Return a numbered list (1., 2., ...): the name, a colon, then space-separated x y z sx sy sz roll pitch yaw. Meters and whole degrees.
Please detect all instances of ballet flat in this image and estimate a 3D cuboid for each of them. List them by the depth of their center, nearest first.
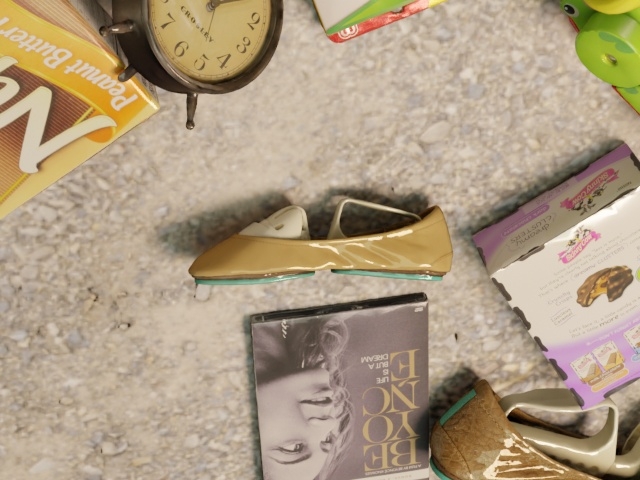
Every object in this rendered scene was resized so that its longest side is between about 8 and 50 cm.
1. ballet flat: 0.000 0.000 1.381 0.232 0.080 0.073 -1 94 -14
2. ballet flat: 0.271 0.212 1.544 0.342 0.116 0.124 20 108 -17

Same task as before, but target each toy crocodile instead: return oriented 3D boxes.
1. toy crocodile: 0.285 -0.143 1.323 0.340 0.105 0.115 46 65 -29

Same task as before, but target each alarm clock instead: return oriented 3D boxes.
1. alarm clock: -0.083 -0.189 1.205 0.129 0.064 0.192 49 67 -32

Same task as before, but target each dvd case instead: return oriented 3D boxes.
1. dvd case: 0.022 0.154 1.503 0.165 0.018 0.221 -7 123 -7

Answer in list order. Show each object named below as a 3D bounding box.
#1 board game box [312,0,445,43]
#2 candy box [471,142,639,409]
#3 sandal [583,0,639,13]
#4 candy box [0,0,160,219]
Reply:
1. board game box: 0.025 -0.269 1.203 0.124 0.039 0.259 -22 128 3
2. candy box: 0.257 0.035 1.443 0.165 0.070 0.196 -31 123 9
3. sandal: 0.285 -0.317 1.183 0.138 0.126 0.317 6 107 -35
4. candy box: -0.288 -0.173 1.191 0.183 0.087 0.316 -34 123 10
